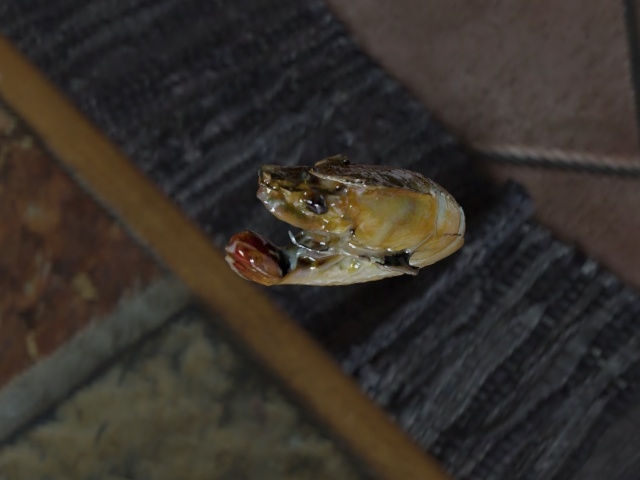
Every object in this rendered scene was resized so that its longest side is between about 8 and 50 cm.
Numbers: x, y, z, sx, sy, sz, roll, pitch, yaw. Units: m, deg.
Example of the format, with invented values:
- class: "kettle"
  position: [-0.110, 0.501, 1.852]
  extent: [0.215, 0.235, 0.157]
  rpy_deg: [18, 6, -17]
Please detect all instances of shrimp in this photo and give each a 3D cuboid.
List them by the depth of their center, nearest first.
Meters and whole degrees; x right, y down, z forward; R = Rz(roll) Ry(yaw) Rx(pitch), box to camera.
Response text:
- class: "shrimp"
  position: [-0.001, -0.008, 0.767]
  extent: [0.095, 0.162, 0.045]
  rpy_deg: [-6, 79, 28]
